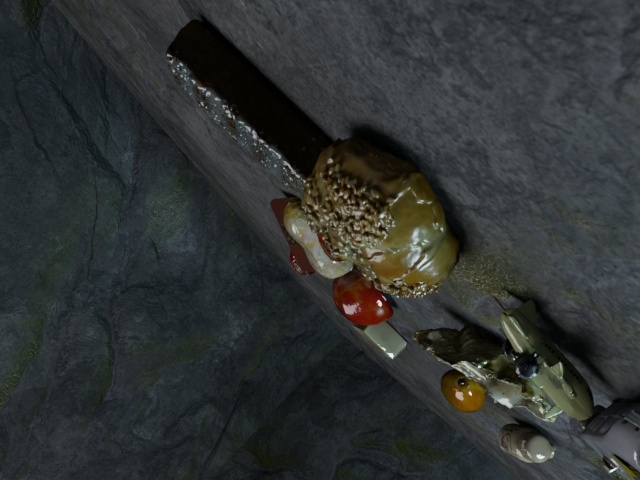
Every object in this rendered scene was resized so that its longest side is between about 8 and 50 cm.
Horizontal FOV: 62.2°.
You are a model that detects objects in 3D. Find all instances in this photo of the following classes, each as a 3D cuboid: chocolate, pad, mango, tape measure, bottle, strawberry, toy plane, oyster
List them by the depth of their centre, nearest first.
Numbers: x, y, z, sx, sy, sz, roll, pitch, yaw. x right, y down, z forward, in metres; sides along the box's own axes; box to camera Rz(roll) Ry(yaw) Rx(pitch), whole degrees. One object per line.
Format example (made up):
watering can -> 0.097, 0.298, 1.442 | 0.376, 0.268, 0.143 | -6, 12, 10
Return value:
tape measure -> 0.509, 0.334, 0.793 | 0.197, 0.120, 0.236 | 47, 176, 22
toy plane -> 0.364, 0.202, 0.869 | 0.244, 0.092, 0.229 | 57, -172, -8
oyster -> 0.361, 0.269, 1.177 | 0.341, 0.110, 0.166 | 28, 166, 51
chocolate -> 0.000, 0.000, 1.458 | 0.134, 0.134, 0.309 | 34, 165, 45
bottle -> 0.610, 0.601, 1.560 | 0.110, 0.097, 0.209 | 12, 167, 1
mango -> 0.435, 0.462, 1.637 | 0.138, 0.113, 0.253 | 43, 172, 12
pad -> -0.060, -0.014, 1.660 | 0.181, 0.004, 0.267 | -1, 119, 50
strawberry -> -0.064, 0.060, 1.988 | 0.148, 0.131, 0.131 | 19, 154, 52

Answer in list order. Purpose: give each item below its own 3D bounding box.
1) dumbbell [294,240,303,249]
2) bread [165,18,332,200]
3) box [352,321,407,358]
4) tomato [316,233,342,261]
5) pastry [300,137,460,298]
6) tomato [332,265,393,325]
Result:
dumbbell -> -0.028, 0.023, 1.801 | 0.092, 0.082, 0.231 | 39, 169, 22
bread -> -0.126, -0.238, 1.052 | 0.416, 0.113, 0.165 | 43, 172, 3
box -> 0.237, 0.381, 2.158 | 0.168, 0.095, 0.212 | 47, 171, -5
tomato -> 0.051, -0.038, 1.229 | 0.139, 0.091, 0.159 | -1, 107, 64
pastry -> 0.090, -0.020, 0.889 | 0.255, 0.162, 0.311 | 17, 154, 50
tomato -> 0.118, 0.192, 1.739 | 0.200, 0.139, 0.233 | 56, 167, -24
